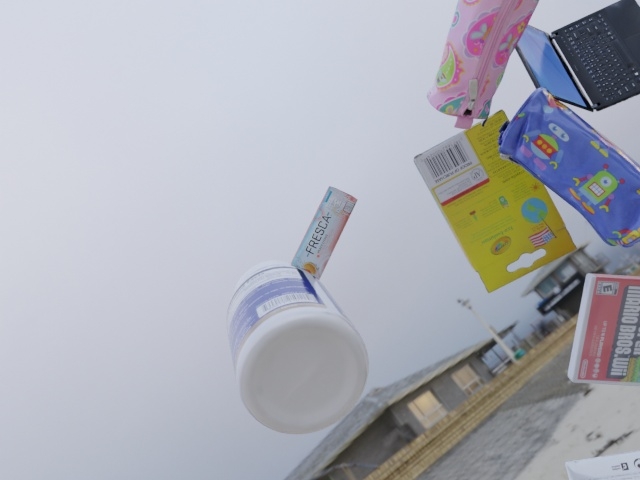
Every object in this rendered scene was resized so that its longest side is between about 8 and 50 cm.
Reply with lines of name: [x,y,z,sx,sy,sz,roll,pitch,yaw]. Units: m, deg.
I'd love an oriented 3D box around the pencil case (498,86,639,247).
pencil case: [0.433,-0.118,0.956,0.133,0.306,0.119,-50,-13,18]

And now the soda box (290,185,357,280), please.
soda box: [0.000,0.000,1.002,0.183,0.058,0.063,-63,-2,-15]

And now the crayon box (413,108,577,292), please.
crayon box: [0.353,-0.078,1.179,0.202,0.319,0.081,-28,0,10]

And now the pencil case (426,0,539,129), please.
pencil case: [0.263,-0.327,0.912,0.124,0.124,0.284,-19,-43,-42]

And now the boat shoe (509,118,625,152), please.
boat shoe: [0.485,-0.194,1.186,0.121,0.110,0.341,-43,17,4]

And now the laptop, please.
laptop: [0.517,-0.382,1.105,0.264,0.234,0.136,-22,-32,17]

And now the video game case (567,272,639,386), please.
video game case: [0.600,0.165,1.016,0.025,0.285,0.204,-88,1,-75]

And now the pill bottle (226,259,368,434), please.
pill bottle: [-0.044,0.119,0.751,0.153,0.153,0.265,-39,18,-1]

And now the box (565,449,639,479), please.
box: [0.511,0.434,0.896,0.181,0.182,0.119,-23,-41,28]
